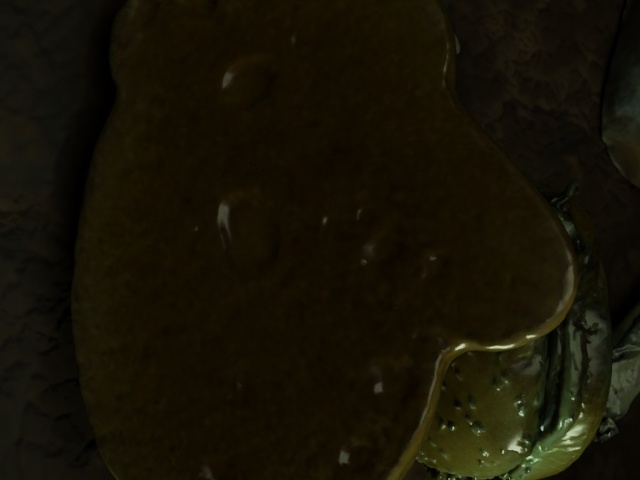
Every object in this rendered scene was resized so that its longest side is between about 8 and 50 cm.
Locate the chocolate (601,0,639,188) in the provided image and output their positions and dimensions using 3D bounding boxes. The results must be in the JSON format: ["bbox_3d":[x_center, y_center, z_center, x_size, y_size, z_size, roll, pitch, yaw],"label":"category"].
[{"bbox_3d":[0.321,-0.153,1.009,0.157,0.080,0.254,22,78,-32],"label":"chocolate"}]

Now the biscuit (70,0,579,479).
[{"bbox_3d":[0.000,0.000,0.717,0.287,0.057,0.343,2,84,11],"label":"biscuit"}]

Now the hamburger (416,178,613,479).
[{"bbox_3d":[0.097,0.062,0.807,0.122,0.189,0.215,-3,94,-24],"label":"hamburger"}]

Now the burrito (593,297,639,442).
[{"bbox_3d":[0.249,0.081,0.990,0.171,0.042,0.051,-45,110,-21],"label":"burrito"}]
